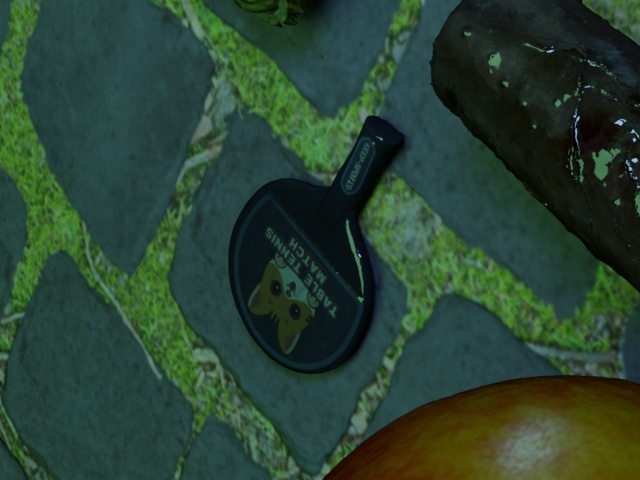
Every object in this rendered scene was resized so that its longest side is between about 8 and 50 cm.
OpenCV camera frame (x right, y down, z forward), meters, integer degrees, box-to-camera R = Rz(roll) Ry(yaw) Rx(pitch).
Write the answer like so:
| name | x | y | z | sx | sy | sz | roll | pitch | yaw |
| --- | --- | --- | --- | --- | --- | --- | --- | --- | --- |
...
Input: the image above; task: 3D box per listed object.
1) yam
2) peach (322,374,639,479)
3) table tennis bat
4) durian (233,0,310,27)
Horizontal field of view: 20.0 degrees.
| name | x | y | z | sx | sy | sz | roll | pitch | yaw |
| --- | --- | --- | --- | --- | --- | --- | --- | --- | --- |
| yam | 0.192 | -0.049 | 1.116 | 0.279 | 0.131 | 0.131 | 46 | 127 | 30 |
| peach | 0.125 | 0.264 | 1.089 | 0.388 | 0.388 | 0.388 | 11 | 107 | 42 |
| table tennis bat | 0.000 | 0.000 | 1.381 | 0.150 | 0.027 | 0.236 | 50 | 131 | 25 |
| durian | -0.051 | -0.229 | 1.340 | 0.146 | 0.102 | 0.208 | 60 | 164 | -16 |
